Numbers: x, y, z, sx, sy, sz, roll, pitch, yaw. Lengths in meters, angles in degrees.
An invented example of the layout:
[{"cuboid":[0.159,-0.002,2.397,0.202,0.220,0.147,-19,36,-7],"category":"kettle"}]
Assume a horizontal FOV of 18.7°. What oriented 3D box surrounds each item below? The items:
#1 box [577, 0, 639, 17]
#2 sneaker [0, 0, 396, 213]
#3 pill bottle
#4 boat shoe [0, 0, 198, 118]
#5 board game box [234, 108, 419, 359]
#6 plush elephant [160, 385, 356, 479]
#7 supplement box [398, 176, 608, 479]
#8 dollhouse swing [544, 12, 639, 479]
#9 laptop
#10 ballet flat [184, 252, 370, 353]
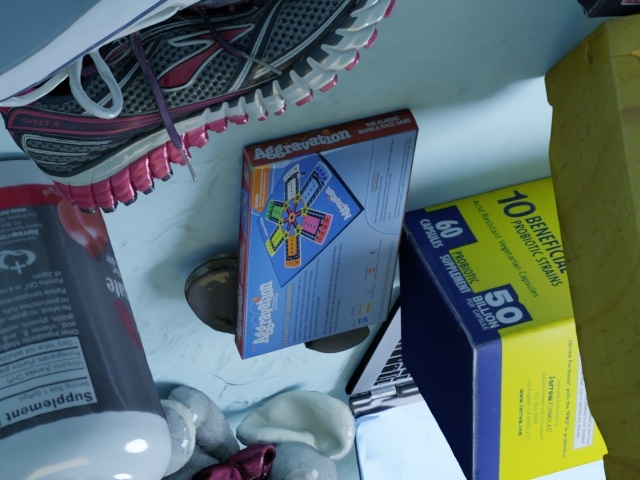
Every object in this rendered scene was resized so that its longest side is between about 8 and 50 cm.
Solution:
[{"cuboid":[0.363,-0.265,1.365,0.296,0.073,0.293,-4,153,-30],"category":"box"},{"cuboid":[-0.076,-0.131,1.273,0.299,0.121,0.112,-33,125,12],"category":"sneaker"},{"cuboid":[-0.213,0.115,1.451,0.176,0.318,0.176,-17,159,-7],"category":"pill bottle"},{"cuboid":[-0.138,-0.156,1.158,0.367,0.136,0.156,-30,160,2],"category":"boat shoe"},{"cuboid":[0.000,0.000,1.672,0.145,0.027,0.281,-15,146,-15],"category":"board game box"},{"cuboid":[-0.080,0.280,2.036,0.255,0.271,0.330,0,-177,-10],"category":"plush elephant"},{"cuboid":[0.271,0.062,1.804,0.357,0.194,0.195,-14,131,-13],"category":"supplement box"},{"cuboid":[0.367,-0.002,1.480,0.305,0.346,0.315,-9,175,-6],"category":"dollhouse swing"},{"cuboid":[0.248,0.202,2.137,0.382,0.236,0.408,-12,157,-18],"category":"laptop"},{"cuboid":[-0.041,0.052,1.806,0.084,0.058,0.250,-35,149,26],"category":"ballet flat"}]
